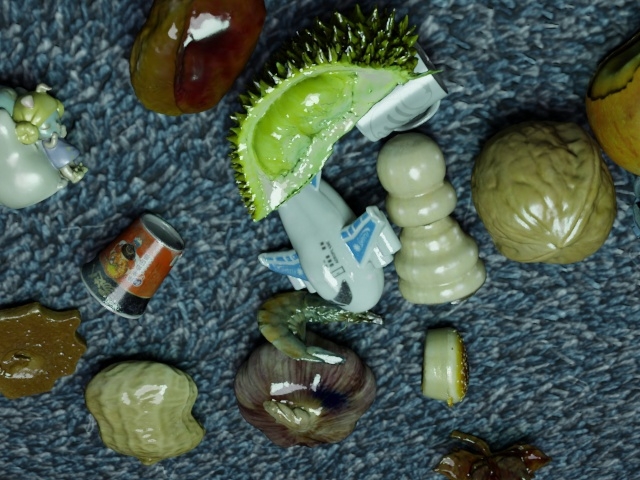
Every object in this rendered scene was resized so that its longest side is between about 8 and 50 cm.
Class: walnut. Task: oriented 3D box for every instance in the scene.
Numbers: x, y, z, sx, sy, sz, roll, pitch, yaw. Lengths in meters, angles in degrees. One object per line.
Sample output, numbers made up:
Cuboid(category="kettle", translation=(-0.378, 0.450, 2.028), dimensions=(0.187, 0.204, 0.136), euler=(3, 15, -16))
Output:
Cuboid(category="walnut", translation=(0.325, -0.065, 1.394), dimensions=(0.228, 0.228, 0.228), euler=(-1, 122, -1))

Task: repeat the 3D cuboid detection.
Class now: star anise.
Cuboid(category="star anise", translation=(0.318, 0.418, 1.750), dimensions=(0.196, 0.111, 0.212), euler=(-7, 151, 40))

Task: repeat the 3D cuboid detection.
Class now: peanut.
Cuboid(category="peanut", translation=(-0.302, 0.303, 1.664), dimensions=(0.196, 0.110, 0.233), euler=(-7, 120, 2))

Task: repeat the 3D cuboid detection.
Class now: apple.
Cuboid(category="apple", translation=(0.486, -0.207, 1.322), dimensions=(0.237, 0.237, 0.207), euler=(-30, 95, 16))

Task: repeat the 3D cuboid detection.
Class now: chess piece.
Cuboid(category="chess piece", translation=(0.162, -0.042, 1.464), dimensions=(0.142, 0.143, 0.261), euler=(-14, 114, 6))

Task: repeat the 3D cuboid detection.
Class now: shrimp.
Cuboid(category="shrimp", translation=(0.005, 0.144, 1.556), dimensions=(0.217, 0.150, 0.051), euler=(3, 130, -10))

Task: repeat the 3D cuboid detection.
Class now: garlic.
Cuboid(category="garlic", translation=(-0.028, 0.265, 1.613), dimensions=(0.244, 0.160, 0.245), euler=(0, 128, -1))

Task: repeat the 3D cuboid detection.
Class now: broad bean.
Cuboid(category="broad bean", translation=(-0.170, -0.270, 1.312), dimensions=(0.156, 0.122, 0.228), euler=(13, 130, -40))

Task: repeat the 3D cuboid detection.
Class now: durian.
Cuboid(category="durian", translation=(-0.012, -0.193, 1.325), dimensions=(0.169, 0.158, 0.352), euler=(43, 114, -11))

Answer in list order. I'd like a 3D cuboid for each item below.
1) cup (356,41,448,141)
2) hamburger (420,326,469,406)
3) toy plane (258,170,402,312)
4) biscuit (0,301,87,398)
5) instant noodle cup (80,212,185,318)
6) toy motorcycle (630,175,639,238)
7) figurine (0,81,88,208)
Cuboid(category="cup", translation=(0.114, -0.203, 1.373), dimensions=(0.133, 0.099, 0.136), euler=(-33, 116, 16))
Cuboid(category="hamburger", translation=(0.213, 0.215, 1.619), dimensions=(0.081, 0.126, 0.141), euler=(4, 117, 7))
Cuboid(category="toy plane", translation=(0.003, -0.002, 1.461), dimensions=(0.266, 0.122, 0.267), euler=(21, 132, 25))
Cuboid(category="biscuit", translation=(-0.488, 0.177, 1.615), dimensions=(0.215, 0.034, 0.182), euler=(-33, 127, 11))
Cuboid(category="instant noodle cup", translation=(-0.287, 0.034, 1.499), dimensions=(0.127, 0.127, 0.136), euler=(37, 105, -22))
Cuboid(category="toy motorcycle", translation=(0.635, -0.097, 1.451), dimensions=(0.212, 0.125, 0.358), euler=(29, 119, -28))
Cuboid(category="figurine", translation=(-0.452, -0.170, 1.361), dimensions=(0.155, 0.127, 0.235), euler=(-11, 120, 26))
